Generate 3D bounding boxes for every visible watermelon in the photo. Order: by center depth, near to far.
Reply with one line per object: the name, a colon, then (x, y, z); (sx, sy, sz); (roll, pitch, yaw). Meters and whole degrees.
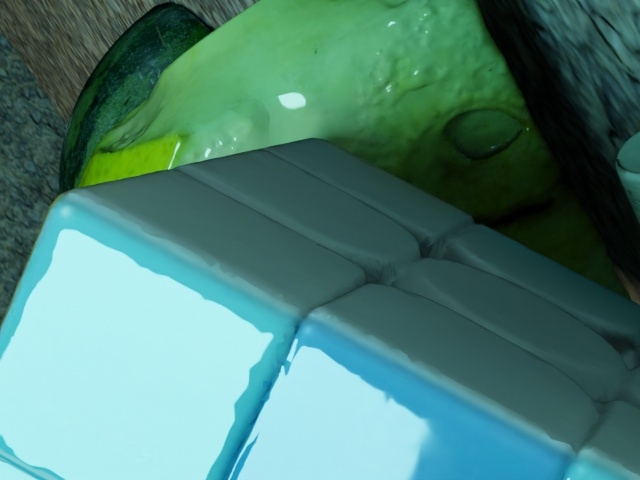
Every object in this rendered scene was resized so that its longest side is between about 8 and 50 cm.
watermelon: (-0.169, -0.078, 1.579); (0.319, 0.222, 0.292); (51, 173, 22)

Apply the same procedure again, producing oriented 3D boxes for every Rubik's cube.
Rubik's cube: (0.018, 0.152, 0.654); (0.290, 0.291, 0.291); (28, -167, 12)

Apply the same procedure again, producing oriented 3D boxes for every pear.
pear: (0.000, 0.000, 0.893); (0.286, 0.282, 0.176); (58, 178, -22)

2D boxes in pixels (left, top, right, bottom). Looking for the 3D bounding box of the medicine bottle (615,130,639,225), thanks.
medicine bottle: (0.173, -0.013, 0.753); (0.083, 0.047, 0.047); (61, 168, -29)
